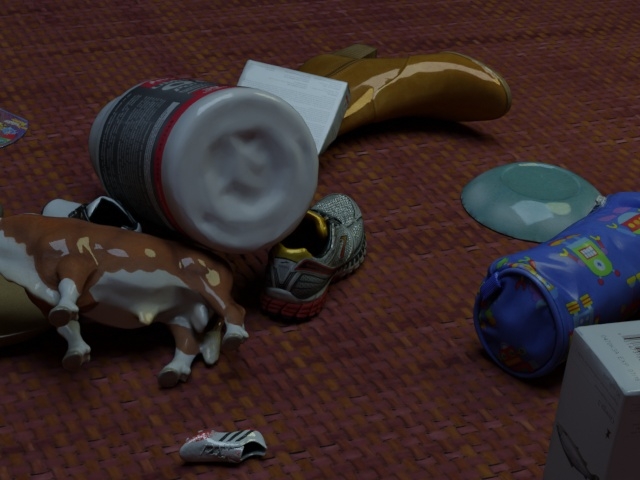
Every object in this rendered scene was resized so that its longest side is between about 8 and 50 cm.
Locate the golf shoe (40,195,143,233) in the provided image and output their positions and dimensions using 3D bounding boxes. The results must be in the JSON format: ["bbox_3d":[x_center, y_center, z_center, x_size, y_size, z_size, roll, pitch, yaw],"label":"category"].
[{"bbox_3d":[-0.247,-0.018,1.640,0.077,0.094,0.198,-20,37,-36],"label":"golf shoe"}]

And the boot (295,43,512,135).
[{"bbox_3d":[0.087,-0.185,2.000,0.295,0.104,0.211,18,37,30],"label":"boot"}]

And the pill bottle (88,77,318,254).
[{"bbox_3d":[-0.148,-0.092,1.650,0.176,0.176,0.318,-11,13,-27],"label":"pill bottle"}]

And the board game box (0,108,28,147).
[{"bbox_3d":[-0.466,-0.166,1.922,0.168,0.033,0.133,25,35,29],"label":"board game box"}]

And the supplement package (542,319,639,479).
[{"bbox_3d":[0.275,0.173,1.301,0.105,0.179,0.105,-5,31,-18],"label":"supplement package"}]

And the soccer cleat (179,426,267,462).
[{"bbox_3d":[-0.089,0.192,1.360,0.083,0.029,0.035,-5,27,-26],"label":"soccer cleat"}]

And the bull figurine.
[{"bbox_3d":[-0.219,0.047,1.475,0.310,0.101,0.188,7,37,-25],"label":"bull figurine"}]

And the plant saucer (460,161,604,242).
[{"bbox_3d":[0.275,-0.059,1.857,0.194,0.037,0.195,4,29,-2],"label":"plant saucer"}]

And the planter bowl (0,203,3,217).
[{"bbox_3d":[-0.441,-0.071,1.634,0.162,0.109,0.162,-5,14,1],"label":"planter bowl"}]

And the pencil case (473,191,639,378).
[{"bbox_3d":[0.287,0.037,1.601,0.306,0.119,0.133,-27,72,-44],"label":"pencil case"}]

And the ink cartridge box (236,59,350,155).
[{"bbox_3d":[-0.056,-0.139,1.900,0.145,0.045,0.179,15,67,15],"label":"ink cartridge box"}]

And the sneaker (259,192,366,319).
[{"bbox_3d":[0.000,0.000,1.648,0.088,0.093,0.225,12,29,11],"label":"sneaker"}]

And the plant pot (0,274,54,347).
[{"bbox_3d":[-0.365,0.052,1.557,0.236,0.032,0.236,5,29,-3],"label":"plant pot"}]
